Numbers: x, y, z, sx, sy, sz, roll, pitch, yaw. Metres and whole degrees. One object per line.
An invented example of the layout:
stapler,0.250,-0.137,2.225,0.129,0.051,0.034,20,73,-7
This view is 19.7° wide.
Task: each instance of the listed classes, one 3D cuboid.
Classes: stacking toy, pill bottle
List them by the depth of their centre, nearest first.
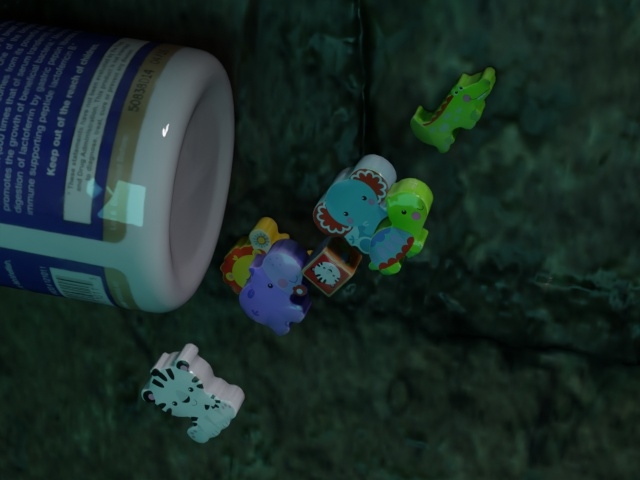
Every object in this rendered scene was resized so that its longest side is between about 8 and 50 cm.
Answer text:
stacking toy,0.000,0.000,1.022,0.052,0.167,0.221,42,122,-9
pill bottle,-0.194,-0.053,1.058,0.265,0.153,0.153,10,120,10
